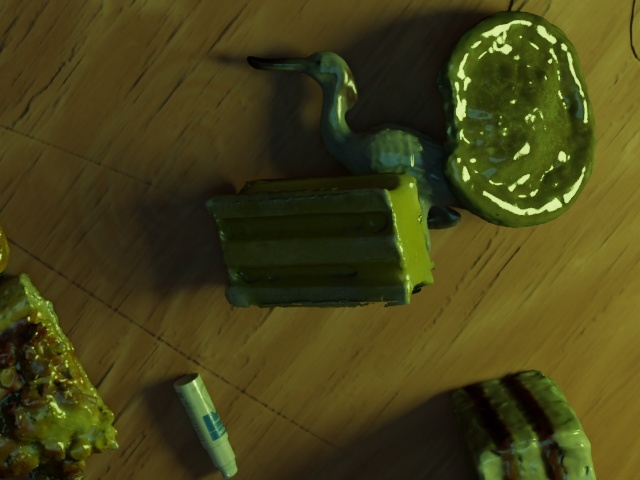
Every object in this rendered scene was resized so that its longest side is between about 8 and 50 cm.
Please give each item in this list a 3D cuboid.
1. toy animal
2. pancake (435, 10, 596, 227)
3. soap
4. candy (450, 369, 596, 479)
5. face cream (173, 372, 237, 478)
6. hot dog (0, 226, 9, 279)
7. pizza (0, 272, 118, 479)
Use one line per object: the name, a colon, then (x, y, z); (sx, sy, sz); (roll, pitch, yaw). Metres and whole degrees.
toy animal: (0.069, -0.087, 1.485); (0.195, 0.090, 0.324); (-21, 105, 7)
pancake: (0.219, -0.133, 1.470); (0.222, 0.042, 0.236); (17, 82, -24)
soap: (-0.001, 0.001, 1.459); (0.233, 0.076, 0.135); (-3, 107, 29)
candy: (0.254, 0.330, 1.553); (0.135, 0.179, 0.321); (-15, 104, 0)
face cream: (-0.131, 0.219, 1.573); (0.034, 0.034, 0.130); (-22, 103, 1)
hot dog: (-0.401, -0.030, 1.483); (0.072, 0.055, 0.188); (-21, 103, -1)
pizza: (-0.335, 0.194, 1.528); (0.228, 0.081, 0.289); (24, 99, -10)
